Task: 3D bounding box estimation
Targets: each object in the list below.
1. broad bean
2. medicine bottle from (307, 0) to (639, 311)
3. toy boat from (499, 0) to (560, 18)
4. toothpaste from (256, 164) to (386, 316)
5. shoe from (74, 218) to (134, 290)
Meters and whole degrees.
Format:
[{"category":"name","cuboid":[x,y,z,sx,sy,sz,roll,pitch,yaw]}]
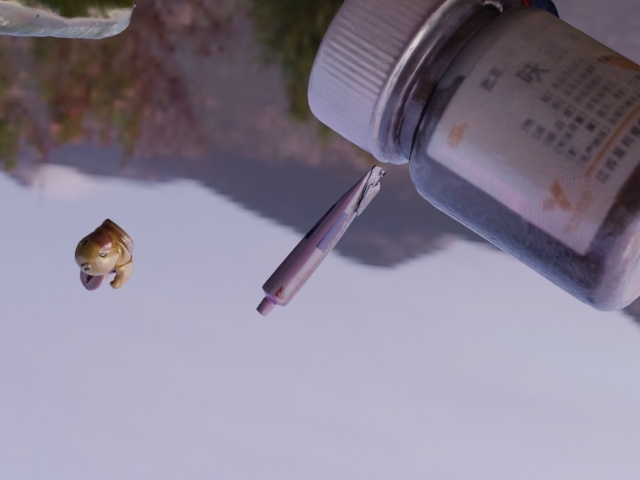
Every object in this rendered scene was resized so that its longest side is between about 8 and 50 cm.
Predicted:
[{"category":"broad bean","cuboid":[-0.234,-0.194,1.505,0.098,0.056,0.318,41,-160,15]},{"category":"medicine bottle","cuboid":[0.140,-0.084,1.389,0.273,0.165,0.165,35,-166,18]},{"category":"toy boat","cuboid":[0.158,-0.277,2.274,0.318,0.072,0.219,6,-135,-37]},{"category":"toothpaste","cuboid":[0.000,0.000,1.734,0.028,0.170,0.045,41,-174,17]},{"category":"shoe","cuboid":[-0.251,0.023,2.260,0.072,0.069,0.109,43,166,-9]}]
